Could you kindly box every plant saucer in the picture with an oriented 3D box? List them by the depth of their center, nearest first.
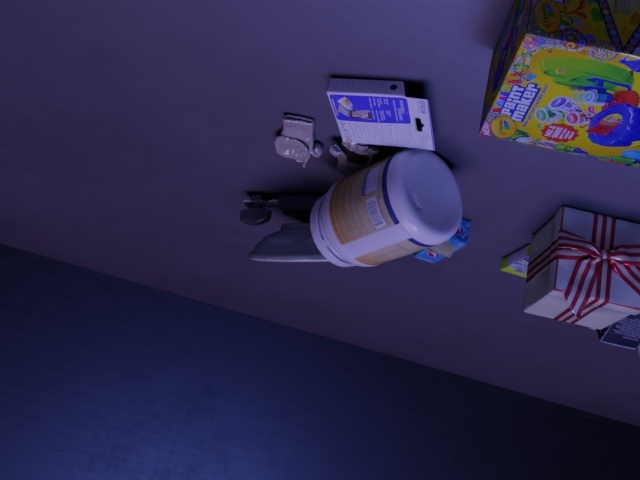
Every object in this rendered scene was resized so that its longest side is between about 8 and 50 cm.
[{"bbox_3d":[0.000,0.000,2.110,0.401,0.100,0.400,0,-178,0],"label":"plant saucer"}]

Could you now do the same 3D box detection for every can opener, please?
[{"bbox_3d":[-0.092,-0.077,2.139,0.284,0.095,0.076,4,159,23],"label":"can opener"}]

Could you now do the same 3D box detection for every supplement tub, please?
[{"bbox_3d":[0.147,-0.066,1.787,0.228,0.228,0.316,26,149,-33],"label":"supplement tub"}]

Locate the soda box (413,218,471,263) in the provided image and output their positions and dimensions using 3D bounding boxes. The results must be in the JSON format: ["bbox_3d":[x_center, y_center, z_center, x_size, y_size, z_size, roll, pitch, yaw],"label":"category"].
[{"bbox_3d":[0.336,-0.001,2.118,0.067,0.071,0.210,18,159,-13],"label":"soda box"}]

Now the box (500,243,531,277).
[{"bbox_3d":[0.603,0.060,2.168,0.109,0.042,0.178,16,161,-10],"label":"box"}]

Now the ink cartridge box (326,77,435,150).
[{"bbox_3d":[0.132,-0.260,1.582,0.208,0.045,0.206,8,159,15],"label":"ink cartridge box"}]

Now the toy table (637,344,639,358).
[{"bbox_3d":[0.964,0.225,2.151,0.161,0.252,0.274,-4,151,-3],"label":"toy table"}]

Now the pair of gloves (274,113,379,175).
[{"bbox_3d":[0.009,-0.212,1.795,0.240,0.042,0.204,16,160,-6],"label":"pair of gloves"}]

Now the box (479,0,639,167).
[{"bbox_3d":[0.423,-0.277,1.176,0.279,0.177,0.290,12,160,4],"label":"box"}]

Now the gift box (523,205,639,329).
[{"bbox_3d":[0.667,0.089,1.886,0.255,0.276,0.258,8,159,-3],"label":"gift box"}]

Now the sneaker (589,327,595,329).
[{"bbox_3d":[0.924,0.266,2.542,0.069,0.038,0.098,27,146,-31],"label":"sneaker"}]

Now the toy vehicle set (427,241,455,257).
[{"bbox_3d":[0.218,-0.022,2.047,0.166,0.035,0.267,24,179,-30],"label":"toy vehicle set"}]

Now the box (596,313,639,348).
[{"bbox_3d":[0.818,0.159,2.021,0.108,0.153,0.207,13,129,-4],"label":"box"}]
